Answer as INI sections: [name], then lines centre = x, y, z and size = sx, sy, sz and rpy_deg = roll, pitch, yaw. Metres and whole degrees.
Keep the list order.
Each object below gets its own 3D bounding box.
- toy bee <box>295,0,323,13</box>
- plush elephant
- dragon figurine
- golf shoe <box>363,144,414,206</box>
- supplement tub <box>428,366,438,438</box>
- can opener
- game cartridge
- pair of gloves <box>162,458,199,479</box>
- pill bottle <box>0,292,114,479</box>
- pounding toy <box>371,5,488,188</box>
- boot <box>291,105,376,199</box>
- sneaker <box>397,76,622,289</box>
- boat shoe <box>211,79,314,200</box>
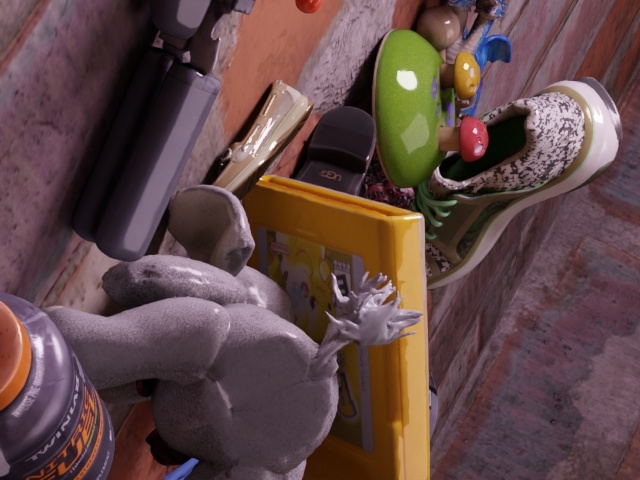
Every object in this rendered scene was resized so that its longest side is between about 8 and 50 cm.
[toy bee]
centre = 0.003, -0.264, 1.434
size = 0.162, 0.195, 0.298
rpy_deg = -53, -176, 8
[plush elephant]
centre = -0.098, 0.106, 1.652
size = 0.330, 0.272, 0.255
rpy_deg = -29, -164, -12
[dragon figurine]
centre = 0.188, -0.229, 2.366
size = 0.144, 0.085, 0.289
rpy_deg = -62, 165, -8
[golf shoe]
centre = 0.068, -0.104, 2.227
size = 0.186, 0.067, 0.086
rpy_deg = 57, 29, -70
[supplement tub]
centre = 0.022, 0.186, 2.243
size = 0.207, 0.207, 0.338
rpy_deg = -63, 165, -3
[can opener]
centre = -0.133, -0.126, 1.459
size = 0.095, 0.076, 0.283
rpy_deg = 18, 99, -44
[game cartridge]
centre = 0.010, 0.113, 1.791
size = 0.052, 0.285, 0.324
rpy_deg = -7, 102, -29
[pair of gloves]
centre = -0.146, 0.233, 2.099
size = 0.159, 0.023, 0.198
rpy_deg = -41, 152, -54
[pill bottle]
centre = -0.232, 0.118, 1.352
size = 0.130, 0.130, 0.246
rpy_deg = -60, 165, -17
[pounding toy]
centre = 0.145, -0.162, 2.149
size = 0.237, 0.110, 0.183
rpy_deg = -53, 139, -59
[boot]
centre = 0.000, 0.000, 2.075
size = 0.263, 0.091, 0.229
rpy_deg = -59, 165, -30
[sneaker]
centre = 0.168, -0.075, 2.329
size = 0.410, 0.158, 0.182
rpy_deg = -39, 151, 31
[boat shoe]
centre = -0.067, -0.090, 1.789
size = 0.153, 0.048, 0.056
rpy_deg = -51, 174, -23
